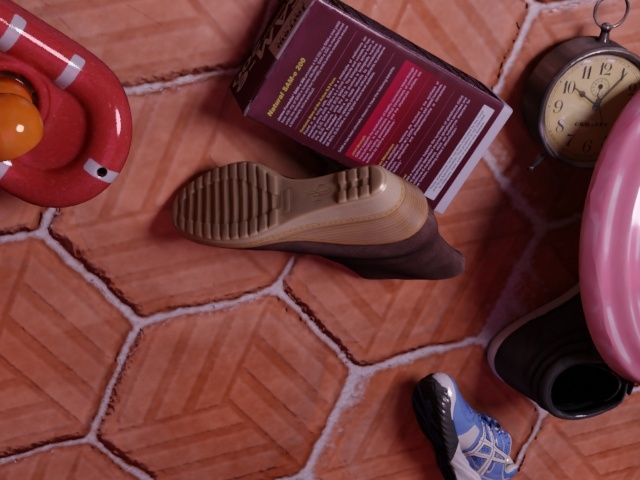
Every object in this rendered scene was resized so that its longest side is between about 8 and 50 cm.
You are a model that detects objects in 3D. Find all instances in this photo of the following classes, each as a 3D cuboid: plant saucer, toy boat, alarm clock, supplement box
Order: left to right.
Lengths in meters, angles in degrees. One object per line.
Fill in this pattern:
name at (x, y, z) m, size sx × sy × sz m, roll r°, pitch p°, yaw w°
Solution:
toy boat at (-0.268, -0.111, 1.094) m, size 0.231 × 0.151 × 0.151 m, roll 31°, pitch 105°, yaw -28°
supplement box at (0.049, -0.135, 1.226) m, size 0.239 × 0.073 × 0.130 m, roll 26°, pitch 107°, yaw -28°
alarm clock at (0.273, -0.159, 1.288) m, size 0.129 × 0.064 × 0.192 m, roll 1°, pitch 118°, yaw -18°
plant saucer at (0.389, -0.008, 1.302) m, size 0.332 × 0.084 × 0.332 m, roll -11°, pitch 105°, yaw -42°

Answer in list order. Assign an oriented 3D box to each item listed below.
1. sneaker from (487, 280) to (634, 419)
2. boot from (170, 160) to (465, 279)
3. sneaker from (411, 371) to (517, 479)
sneaker at (0.333, 0.090, 1.390) m, size 0.295 × 0.147 × 0.104 m, roll -36°, pitch 119°, yaw 2°
boot at (0.000, 0.000, 1.263) m, size 0.248 × 0.090 × 0.207 m, roll -5°, pitch 154°, yaw 24°
sneaker at (0.165, 0.217, 1.451) m, size 0.081 × 0.080 × 0.211 m, roll -30°, pitch 131°, yaw -8°
